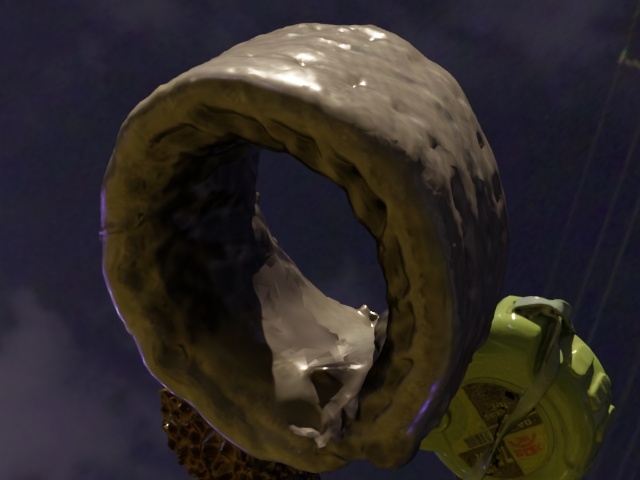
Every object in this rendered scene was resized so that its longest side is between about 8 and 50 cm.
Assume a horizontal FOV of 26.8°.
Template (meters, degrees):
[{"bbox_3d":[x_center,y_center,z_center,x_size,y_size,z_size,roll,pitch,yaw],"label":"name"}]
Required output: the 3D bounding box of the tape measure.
[{"bbox_3d":[0.158,0.134,1.135,0.200,0.106,0.175,-36,-85,36],"label":"tape measure"}]

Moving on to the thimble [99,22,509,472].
[{"bbox_3d":[0.000,0.000,0.781,0.217,0.157,0.245,-18,-77,30],"label":"thimble"}]

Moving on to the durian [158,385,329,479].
[{"bbox_3d":[-0.030,0.120,0.943,0.091,0.148,0.188,-31,-125,45],"label":"durian"}]
